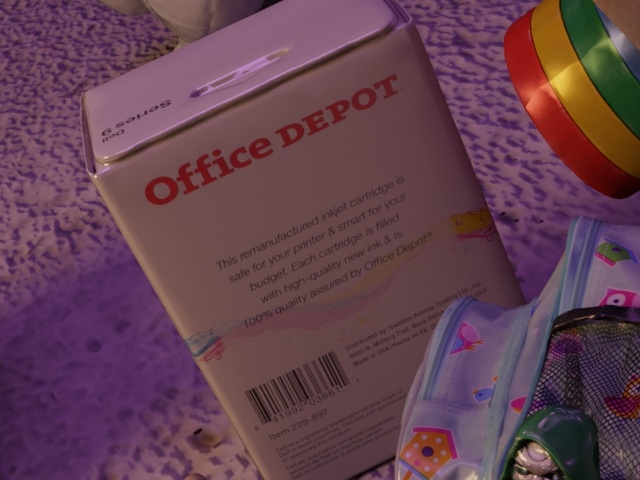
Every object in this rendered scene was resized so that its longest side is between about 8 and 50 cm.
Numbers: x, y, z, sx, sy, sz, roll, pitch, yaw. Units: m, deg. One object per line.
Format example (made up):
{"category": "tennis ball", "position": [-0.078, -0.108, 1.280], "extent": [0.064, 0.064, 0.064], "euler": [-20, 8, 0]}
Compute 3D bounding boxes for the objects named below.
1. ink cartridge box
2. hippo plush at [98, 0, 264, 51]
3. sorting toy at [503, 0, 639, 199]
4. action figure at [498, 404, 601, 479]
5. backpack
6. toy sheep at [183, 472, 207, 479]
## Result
{"category": "ink cartridge box", "position": [0.000, 0.000, 0.664], "extent": [0.154, 0.212, 0.093], "euler": [-26, 32, 0]}
{"category": "hippo plush", "position": [-0.097, -0.258, 1.166], "extent": [0.294, 0.234, 0.236], "euler": [23, 65, -2]}
{"category": "sorting toy", "position": [0.183, -0.079, 0.631], "extent": [0.089, 0.255, 0.257], "euler": [-35, 24, 32]}
{"category": "action figure", "position": [0.062, 0.160, 0.390], "extent": [0.137, 0.232, 0.063], "euler": [3, 6, 28]}
{"category": "backpack", "position": [0.111, 0.084, 0.512], "extent": [0.144, 0.166, 0.188], "euler": [7, 41, 27]}
{"category": "toy sheep", "position": [-0.049, 0.157, 0.594], "extent": [0.091, 0.091, 0.132], "euler": [-22, 51, 5]}
